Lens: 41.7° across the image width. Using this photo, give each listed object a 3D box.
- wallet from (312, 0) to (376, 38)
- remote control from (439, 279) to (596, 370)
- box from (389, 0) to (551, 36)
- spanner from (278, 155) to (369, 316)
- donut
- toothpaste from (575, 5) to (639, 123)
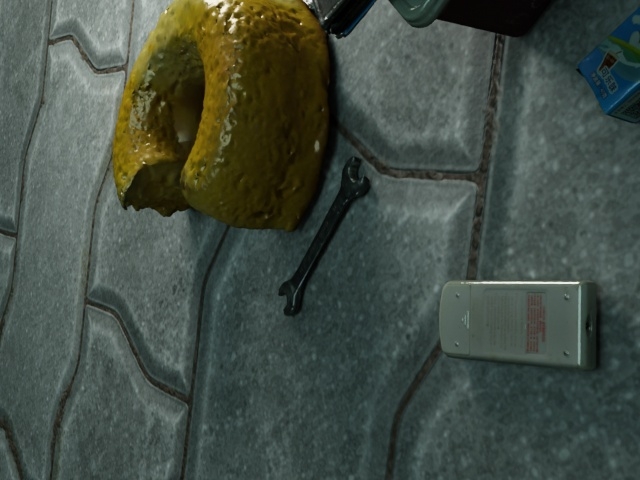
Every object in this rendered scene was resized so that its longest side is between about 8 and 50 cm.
[{"bbox_3d":[0.082,-0.350,0.770,0.317,0.044,0.169,-45,49,38],"label":"wallet"},{"bbox_3d":[0.196,0.083,0.857,0.190,0.029,0.087,-5,82,52],"label":"remote control"},{"bbox_3d":[0.138,-0.349,0.867,0.193,0.168,0.294,-54,47,32],"label":"box"},{"bbox_3d":[0.000,0.000,1.133,0.054,0.015,0.254,55,127,40],"label":"spanner"},{"bbox_3d":[-0.169,-0.203,1.255,0.435,0.164,0.377,-1,85,53],"label":"donut"},{"bbox_3d":[0.333,-0.207,0.692,0.266,0.050,0.065,-45,50,39],"label":"toothpaste"}]
